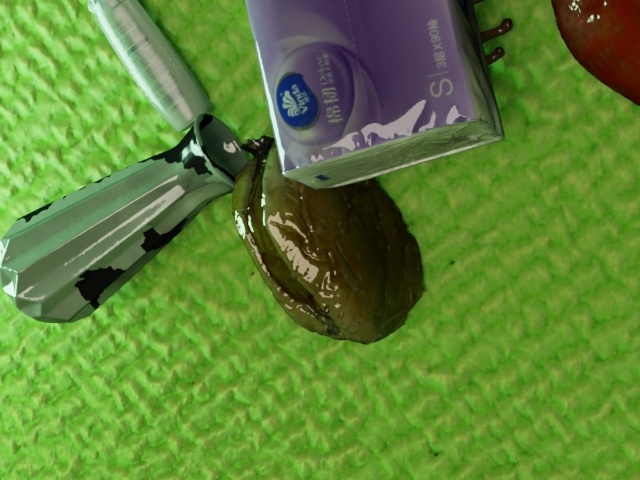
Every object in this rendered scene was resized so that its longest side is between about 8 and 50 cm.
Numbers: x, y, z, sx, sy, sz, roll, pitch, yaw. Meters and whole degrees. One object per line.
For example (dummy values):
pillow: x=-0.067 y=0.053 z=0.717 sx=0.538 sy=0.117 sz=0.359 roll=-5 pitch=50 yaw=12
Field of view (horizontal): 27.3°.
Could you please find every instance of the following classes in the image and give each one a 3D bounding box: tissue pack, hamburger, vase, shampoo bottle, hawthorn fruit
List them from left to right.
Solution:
vase: x=-0.261 y=-0.028 z=1.746 sx=0.360 sy=0.165 sz=0.165 roll=-32 pitch=92 yaw=21
shampoo bottle: x=-0.224 y=-0.242 z=1.726 sx=0.072 sy=0.049 sz=0.212 roll=-31 pitch=93 yaw=29
hamburger: x=0.000 y=0.000 z=1.624 sx=0.132 sy=0.211 sz=0.309 roll=-29 pitch=94 yaw=29
tissue pack: x=0.047 y=-0.251 z=1.480 sx=0.242 sy=0.160 sz=0.338 roll=-16 pitch=80 yaw=18
hawthorn fruit: x=0.416 y=-0.242 z=1.377 sx=0.287 sy=0.287 sz=0.330 roll=-41 pitch=94 yaw=25

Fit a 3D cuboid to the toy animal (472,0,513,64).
toy animal: x=0.110 y=-0.305 z=1.578 sx=0.229 sy=0.066 sz=0.224 roll=-1 pitch=99 yaw=25
